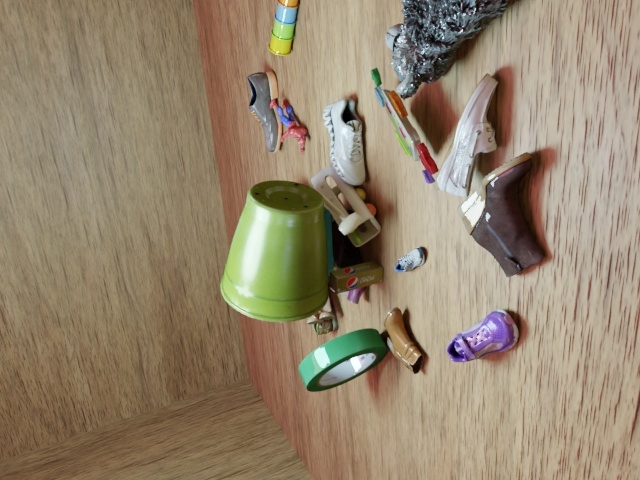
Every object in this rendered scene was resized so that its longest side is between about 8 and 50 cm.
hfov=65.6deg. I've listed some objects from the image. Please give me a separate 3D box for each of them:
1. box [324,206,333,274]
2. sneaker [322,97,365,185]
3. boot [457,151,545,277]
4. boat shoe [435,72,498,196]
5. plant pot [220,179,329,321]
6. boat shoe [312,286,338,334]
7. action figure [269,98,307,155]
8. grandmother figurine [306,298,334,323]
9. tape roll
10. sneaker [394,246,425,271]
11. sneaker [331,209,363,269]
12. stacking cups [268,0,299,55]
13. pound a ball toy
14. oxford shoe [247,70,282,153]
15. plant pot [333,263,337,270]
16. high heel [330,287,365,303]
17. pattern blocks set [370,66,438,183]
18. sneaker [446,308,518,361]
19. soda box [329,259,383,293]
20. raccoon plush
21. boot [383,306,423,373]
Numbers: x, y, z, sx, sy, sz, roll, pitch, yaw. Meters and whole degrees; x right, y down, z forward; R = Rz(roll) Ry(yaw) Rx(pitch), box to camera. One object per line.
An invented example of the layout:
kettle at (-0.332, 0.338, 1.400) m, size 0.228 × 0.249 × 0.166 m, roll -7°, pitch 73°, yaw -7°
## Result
box at (0.000, 0.000, 1.795) m, size 0.100 × 0.060 × 0.244 m, roll -133°, pitch 36°, yaw -63°
sneaker at (0.092, -0.325, 1.630) m, size 0.118 × 0.110 × 0.292 m, roll -18°, pitch 87°, yaw 57°
boot at (0.425, -0.051, 1.078) m, size 0.207 × 0.090 × 0.248 m, roll 56°, pitch 149°, yaw 15°
boat shoe at (0.351, -0.228, 1.116) m, size 0.096 × 0.098 × 0.277 m, roll 26°, pitch 122°, yaw 19°
plant pot at (-0.126, 0.009, 1.597) m, size 0.366 × 0.366 × 0.353 m, roll 48°, pitch 136°, yaw 48°
boat shoe at (-0.016, 0.259, 2.174) m, size 0.307 × 0.104 × 0.111 m, roll 71°, pitch 156°, yaw 13°
action figure at (-0.133, -0.461, 2.074) m, size 0.280 × 0.091 × 0.139 m, roll 59°, pitch 144°, yaw 38°
grandmother figurine at (-0.022, 0.168, 2.099) m, size 0.104 × 0.208 × 0.342 m, roll 28°, pitch -135°, yaw -59°
tape roll at (0.082, 0.430, 1.773) m, size 0.077 × 0.321 × 0.321 m, roll 63°, pitch 153°, yaw 29°
sneaker at (0.266, 0.065, 1.491) m, size 0.052 × 0.058 × 0.135 m, roll 67°, pitch 154°, yaw 22°
sneaker at (0.091, -0.009, 1.795) m, size 0.281 × 0.106 × 0.162 m, roll 62°, pitch 150°, yaw 32°
stacking cups at (-0.130, -0.861, 1.855) m, size 0.096 × 0.096 × 0.316 m, roll 60°, pitch 150°, yaw 34°
pound a ball toy at (0.089, -0.129, 1.648) m, size 0.319 × 0.136 × 0.208 m, roll 59°, pitch -173°, yaw 35°
oxford shoe at (-0.259, -0.570, 2.243) m, size 0.130 × 0.132 × 0.364 m, roll 24°, pitch 124°, yaw 61°
plant pot at (0.062, 0.086, 1.917) m, size 0.134 × 0.095 × 0.134 m, roll 43°, pitch 139°, yaw 53°
high heel at (0.108, 0.160, 1.910) m, size 0.244 × 0.082 × 0.117 m, roll -152°, pitch 81°, yaw -76°
pattern blocks set at (0.216, -0.293, 1.280) m, size 0.325 × 0.026 × 0.285 m, roll 63°, pitch -174°, yaw 7°
sneaker at (0.395, 0.252, 1.243) m, size 0.095 × 0.104 × 0.236 m, roll 68°, pitch 154°, yaw 23°
soda box at (0.123, 0.123, 1.689) m, size 0.058 × 0.181 × 0.061 m, roll 43°, pitch 140°, yaw 53°
raccoon plush at (0.293, -0.419, 1.013) m, size 0.446 × 0.216 × 0.299 m, roll 46°, pitch 150°, yaw 49°
boot at (0.274, 0.322, 1.601) m, size 0.152 × 0.073 × 0.197 m, roll 48°, pitch 156°, yaw 50°
